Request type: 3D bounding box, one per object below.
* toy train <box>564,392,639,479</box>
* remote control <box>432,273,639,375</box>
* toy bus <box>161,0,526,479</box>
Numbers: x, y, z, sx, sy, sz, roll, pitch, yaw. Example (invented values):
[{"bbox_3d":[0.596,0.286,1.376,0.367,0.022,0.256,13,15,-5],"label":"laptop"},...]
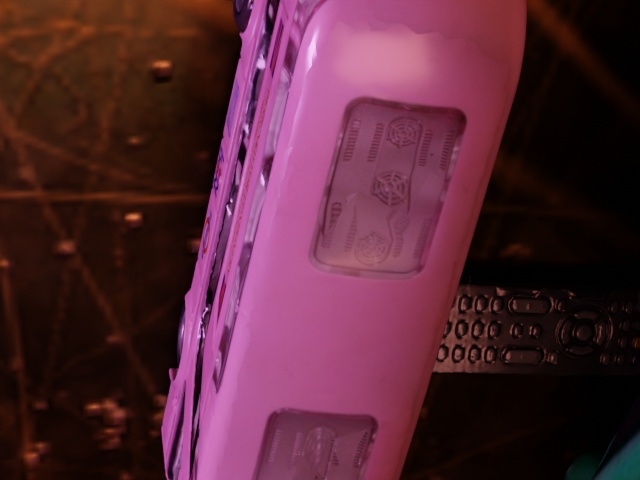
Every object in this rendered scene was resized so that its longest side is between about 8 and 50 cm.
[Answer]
[{"bbox_3d":[0.170,0.127,0.491,0.249,0.178,0.429,39,141,7],"label":"toy train"},{"bbox_3d":[0.065,0.025,0.545,0.091,0.016,0.034,2,107,-11],"label":"remote control"},{"bbox_3d":[0.000,0.000,0.475,0.063,0.090,0.203,6,123,-13],"label":"toy bus"}]
